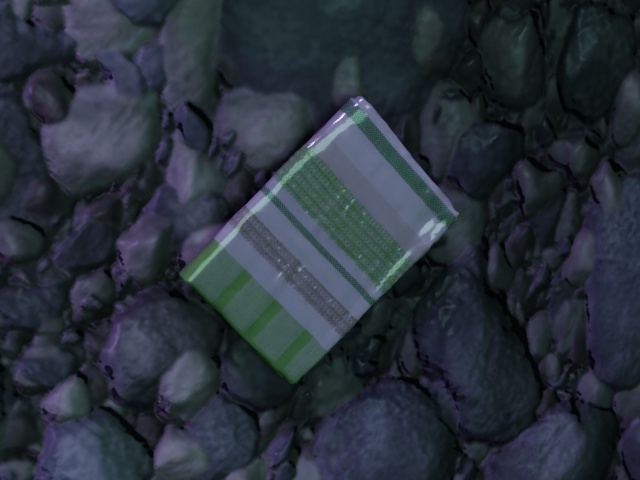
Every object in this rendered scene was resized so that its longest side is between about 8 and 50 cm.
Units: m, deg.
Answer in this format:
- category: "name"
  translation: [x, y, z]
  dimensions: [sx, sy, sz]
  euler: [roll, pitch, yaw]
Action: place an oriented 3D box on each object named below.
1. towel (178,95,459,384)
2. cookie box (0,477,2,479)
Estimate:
- category: "towel"
  translation: [0.000, 0.000, 0.911]
  dimensions: [0.152, 0.023, 0.113]
  euler: [-45, 119, -5]
- category: "cookie box"
  translation: [-0.223, 0.145, 0.832]
  dimensions: [0.092, 0.040, 0.107]
  euler: [-26, 118, -18]
